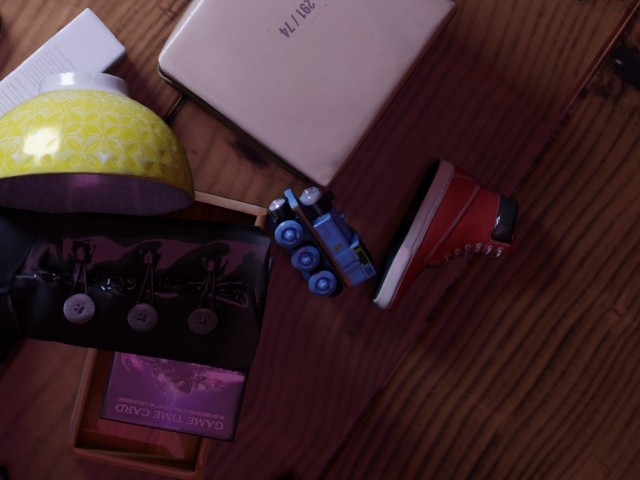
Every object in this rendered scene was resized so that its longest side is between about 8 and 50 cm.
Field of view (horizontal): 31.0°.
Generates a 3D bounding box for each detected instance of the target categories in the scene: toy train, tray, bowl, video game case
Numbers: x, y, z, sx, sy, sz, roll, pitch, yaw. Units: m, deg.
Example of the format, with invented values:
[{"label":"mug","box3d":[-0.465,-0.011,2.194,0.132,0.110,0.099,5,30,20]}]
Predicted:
[{"label":"toy train","box3d":[0.000,0.000,1.689,0.105,0.080,0.184,-33,116,1]},{"label":"tray","box3d":[-0.226,0.127,1.684,0.203,0.076,0.411,14,92,-10]},{"label":"bowl","box3d":[-0.307,-0.127,1.495,0.289,0.289,0.156,0,80,-9]},{"label":"video game case","box3d":[-0.190,0.137,1.642,0.196,0.026,0.274,12,94,-10]}]

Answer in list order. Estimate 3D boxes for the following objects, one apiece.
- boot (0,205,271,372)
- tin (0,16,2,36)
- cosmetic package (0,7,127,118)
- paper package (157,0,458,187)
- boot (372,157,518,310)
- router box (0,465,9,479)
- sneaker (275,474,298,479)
[{"label":"boot","box3d":[-0.307,0.128,1.547,0.445,0.146,0.367,4,117,-22]},{"label":"tin","box3d":[-0.540,-0.284,1.617,0.190,0.040,0.106,-27,103,-6]},{"label":"cosmetic package","box3d":[-0.382,-0.217,1.607,0.231,0.117,0.085,-43,101,-4]},{"label":"paper package","box3d":[-0.026,-0.287,1.631,0.309,0.168,0.325,36,88,-10]},{"label":"boot","box3d":[0.196,0.022,1.736,0.176,0.088,0.244,29,87,-12]},{"label":"router box","box3d":[-0.504,0.433,1.681,0.133,0.046,0.179,-13,97,-7]},{"label":"sneaker","box3d":[-0.100,0.454,1.732,0.221,0.083,0.087,-38,107,0]}]
